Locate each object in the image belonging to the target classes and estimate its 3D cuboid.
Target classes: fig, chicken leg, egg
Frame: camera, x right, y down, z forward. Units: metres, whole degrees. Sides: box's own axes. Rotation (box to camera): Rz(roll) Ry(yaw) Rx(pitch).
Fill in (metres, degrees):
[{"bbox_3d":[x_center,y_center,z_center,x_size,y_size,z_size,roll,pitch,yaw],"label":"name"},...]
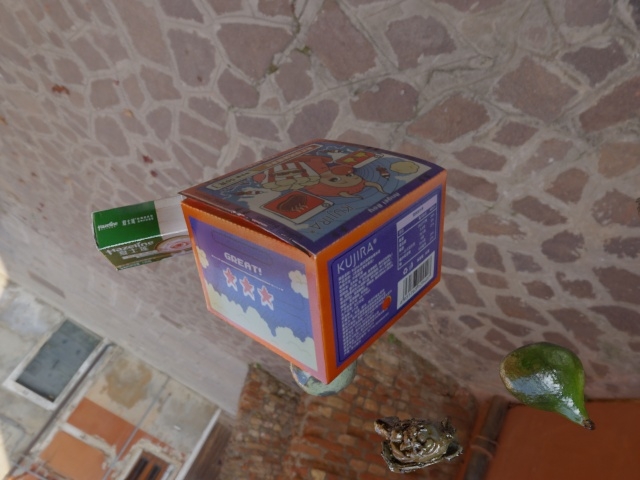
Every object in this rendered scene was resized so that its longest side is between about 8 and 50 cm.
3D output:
[{"bbox_3d":[0.593,0.386,1.212,0.203,0.235,0.203,-14,147,-10],"label":"fig"},{"bbox_3d":[0.152,0.346,0.818,0.196,0.125,0.080,-27,75,51],"label":"chicken leg"},{"bbox_3d":[0.004,0.272,1.038,0.141,0.141,0.182,9,176,33],"label":"egg"}]

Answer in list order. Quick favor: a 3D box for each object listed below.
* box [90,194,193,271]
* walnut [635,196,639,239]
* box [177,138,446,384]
[{"bbox_3d":[-0.312,-0.017,0.899,0.135,0.199,0.081,111,141,-70],"label":"box"},{"bbox_3d":[0.556,0.035,0.695,0.141,0.204,0.238,-11,97,29],"label":"walnut"},{"bbox_3d":[0.000,0.000,0.842,0.319,0.349,0.256,23,131,37],"label":"box"}]
